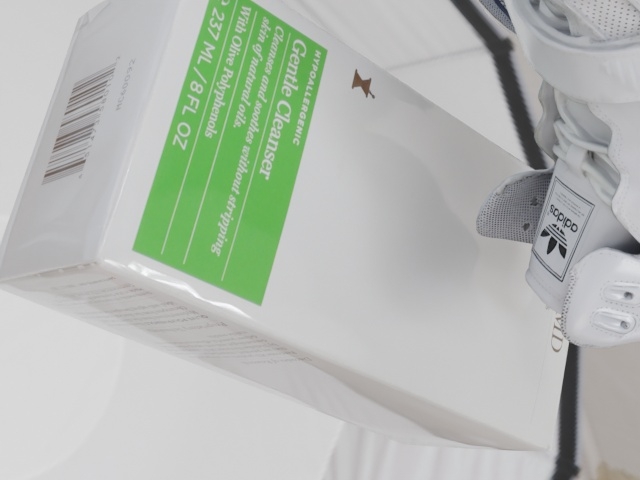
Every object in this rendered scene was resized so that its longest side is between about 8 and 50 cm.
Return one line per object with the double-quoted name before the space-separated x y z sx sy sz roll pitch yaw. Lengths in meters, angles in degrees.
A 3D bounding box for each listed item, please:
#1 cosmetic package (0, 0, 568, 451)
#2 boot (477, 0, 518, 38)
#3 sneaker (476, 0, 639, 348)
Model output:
"cosmetic package" 0.000 0.000 0.692 0.366 0.196 0.155 25 -21 -34
"boot" 0.105 -0.164 0.607 0.069 0.086 0.190 -31 -57 26
"sneaker" 0.149 -0.067 0.545 0.366 0.210 0.137 28 19 -36
